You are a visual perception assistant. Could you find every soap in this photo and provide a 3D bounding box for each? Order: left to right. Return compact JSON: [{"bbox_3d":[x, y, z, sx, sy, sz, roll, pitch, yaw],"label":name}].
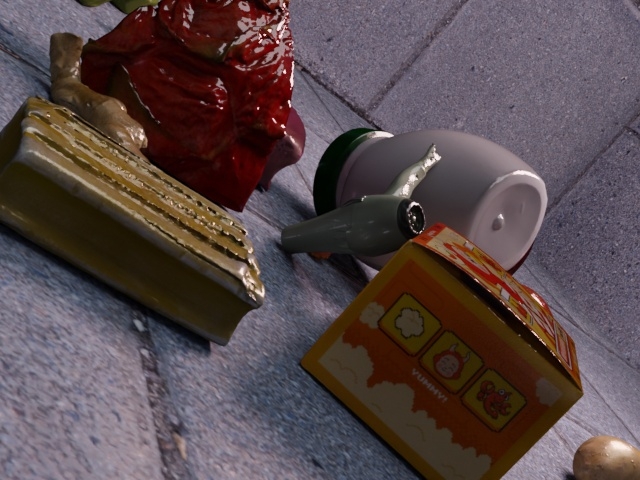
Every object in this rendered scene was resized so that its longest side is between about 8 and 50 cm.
[{"bbox_3d":[-0.190,-0.021,0.924,0.274,0.089,0.173,34,16,-26],"label":"soap"},{"bbox_3d":[-0.134,-0.201,1.607,0.220,0.127,0.325,38,14,-7],"label":"soap"}]

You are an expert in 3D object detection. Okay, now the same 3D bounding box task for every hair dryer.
[{"bbox_3d":[0.059,-0.048,1.399,0.092,0.229,0.267,65,23,-19],"label":"hair dryer"}]

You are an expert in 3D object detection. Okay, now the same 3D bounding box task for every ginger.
[{"bbox_3d":[-0.270,-0.153,1.170,0.089,0.075,0.288,-6,49,-42],"label":"ginger"}]

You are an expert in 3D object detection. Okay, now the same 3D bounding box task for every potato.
[{"bbox_3d":[0.463,0.370,1.506,0.147,0.112,0.112,39,12,-29],"label":"potato"}]

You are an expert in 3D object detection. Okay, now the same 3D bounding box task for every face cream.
[{"bbox_3d":[0.176,-0.066,1.586,0.357,0.312,0.219,20,-43,46],"label":"face cream"}]

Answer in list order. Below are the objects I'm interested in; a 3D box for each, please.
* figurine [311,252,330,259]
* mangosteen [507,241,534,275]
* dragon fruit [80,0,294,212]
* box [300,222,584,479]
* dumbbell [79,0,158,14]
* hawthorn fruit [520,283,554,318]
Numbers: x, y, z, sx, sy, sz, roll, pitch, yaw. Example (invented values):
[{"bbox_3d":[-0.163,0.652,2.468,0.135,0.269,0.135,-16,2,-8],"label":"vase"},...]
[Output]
[{"bbox_3d":[0.000,0.000,1.517,0.064,0.047,0.109,11,9,-3],"label":"figurine"},{"bbox_3d":[0.285,-0.037,1.931,0.293,0.297,0.297,15,25,-29],"label":"mangosteen"},{"bbox_3d":[-0.180,-0.257,1.367,0.302,0.330,0.240,33,-6,-26],"label":"dragon fruit"},{"bbox_3d":[0.163,0.135,1.163,0.259,0.214,0.283,41,13,6],"label":"box"},{"bbox_3d":[-0.415,-0.521,1.883,0.302,0.121,0.108,-48,118,-76],"label":"dumbbell"},{"bbox_3d":[0.277,0.153,1.514,0.196,0.196,0.225,40,-1,-7],"label":"hawthorn fruit"}]
